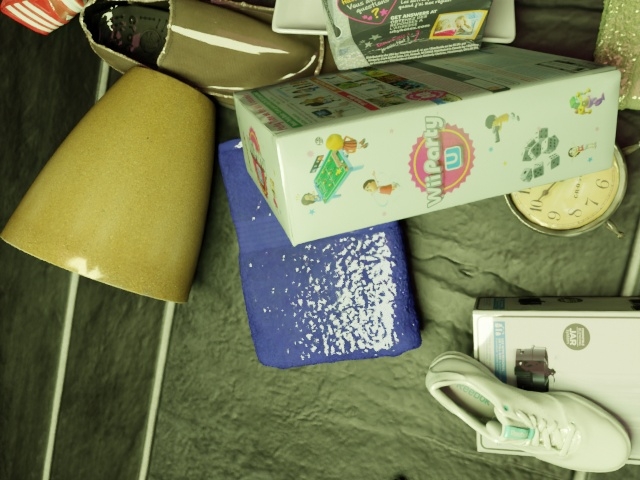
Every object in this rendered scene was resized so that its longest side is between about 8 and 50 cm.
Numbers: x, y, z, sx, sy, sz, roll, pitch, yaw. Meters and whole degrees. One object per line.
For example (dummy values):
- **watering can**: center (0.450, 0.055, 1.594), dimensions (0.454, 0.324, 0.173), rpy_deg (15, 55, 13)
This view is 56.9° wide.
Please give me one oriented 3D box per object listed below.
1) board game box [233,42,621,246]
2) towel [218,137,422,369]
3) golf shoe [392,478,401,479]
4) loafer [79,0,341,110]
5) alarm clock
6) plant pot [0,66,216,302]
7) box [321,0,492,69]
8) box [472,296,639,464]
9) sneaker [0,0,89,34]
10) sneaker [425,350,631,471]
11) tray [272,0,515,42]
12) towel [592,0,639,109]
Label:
- **board game box**: center (0.085, -0.112, 0.578), dimensions (0.303, 0.224, 0.098), rpy_deg (-13, 116, -11)
- **towel**: center (0.000, 0.000, 0.757), dimensions (0.227, 0.076, 0.308), rpy_deg (-10, 88, 21)
- **golf shoe**: center (0.159, 0.364, 0.724), dimensions (0.198, 0.077, 0.094), rpy_deg (16, 98, 15)
- **loafer**: center (-0.150, -0.240, 0.755), dimensions (0.365, 0.130, 0.134), rpy_deg (9, 96, 16)
- **alarm clock**: center (0.253, -0.074, 0.675), dimensions (0.192, 0.064, 0.129), rpy_deg (12, 97, 14)
- **plant pot**: center (-0.238, -0.081, 0.758), dimensions (0.237, 0.237, 0.254), rpy_deg (20, 87, 15)
- **box**: center (0.073, -0.328, 0.613), dimensions (0.163, 0.142, 0.247), rpy_deg (-8, 66, 2)
- **box**: center (0.320, 0.149, 0.655), dimensions (0.289, 0.087, 0.169), rpy_deg (0, 93, 17)
- **sneaker**: center (-0.438, -0.404, 0.859), dimensions (0.128, 0.087, 0.221), rpy_deg (-30, 83, 15)
- **sneaker**: center (0.205, 0.185, 0.598), dimensions (0.212, 0.094, 0.080), rpy_deg (20, 98, 15)
- **tray**: center (0.086, -0.285, 0.690), dimensions (0.270, 0.030, 0.145), rpy_deg (4, 66, 5)
- **towel**: center (0.361, -0.215, 0.653), dimensions (0.110, 0.027, 0.148), rpy_deg (13, 97, 17)
